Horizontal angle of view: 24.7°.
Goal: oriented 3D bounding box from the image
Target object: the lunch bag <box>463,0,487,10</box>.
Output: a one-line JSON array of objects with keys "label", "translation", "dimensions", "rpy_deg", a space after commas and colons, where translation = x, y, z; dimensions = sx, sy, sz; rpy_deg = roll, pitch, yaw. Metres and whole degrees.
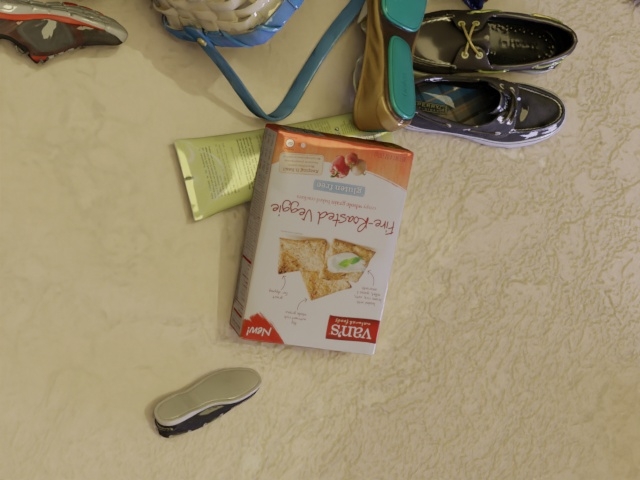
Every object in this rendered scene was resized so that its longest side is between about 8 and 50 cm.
[{"label": "lunch bag", "translation": [0.147, -0.448, 1.680], "dimensions": [0.293, 0.138, 0.221], "rpy_deg": [40, 86, -1]}]

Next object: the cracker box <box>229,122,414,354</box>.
[{"label": "cracker box", "translation": [0.000, 0.000, 1.595], "dimensions": [0.156, 0.067, 0.232], "rpy_deg": [8, 100, -16]}]

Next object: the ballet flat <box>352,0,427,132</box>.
[{"label": "ballet flat", "translation": [0.069, -0.226, 1.630], "dimensions": [0.080, 0.073, 0.232], "rpy_deg": [29, 57, -40]}]

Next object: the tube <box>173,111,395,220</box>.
[{"label": "tube", "translation": [-0.038, -0.095, 1.631], "dimensions": [0.240, 0.062, 0.070], "rpy_deg": [-15, 46, -14]}]

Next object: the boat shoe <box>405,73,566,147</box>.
[{"label": "boat shoe", "translation": [0.188, -0.157, 1.691], "dimensions": [0.229, 0.076, 0.080], "rpy_deg": [7, 83, -16]}]

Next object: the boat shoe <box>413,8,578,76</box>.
[{"label": "boat shoe", "translation": [0.186, -0.233, 1.701], "dimensions": [0.228, 0.069, 0.081], "rpy_deg": [-3, 86, -17]}]

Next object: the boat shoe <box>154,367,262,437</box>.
[{"label": "boat shoe", "translation": [-0.121, 0.178, 1.587], "dimensions": [0.125, 0.038, 0.046], "rpy_deg": [-25, 51, -23]}]

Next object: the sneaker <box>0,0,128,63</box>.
[{"label": "sneaker", "translation": [-0.288, -0.221, 1.573], "dimensions": [0.158, 0.061, 0.064], "rpy_deg": [9, 109, -15]}]

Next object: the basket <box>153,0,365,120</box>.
[{"label": "basket", "translation": [-0.058, -0.305, 1.581], "dimensions": [0.289, 0.201, 0.254], "rpy_deg": [46, 70, -37]}]
